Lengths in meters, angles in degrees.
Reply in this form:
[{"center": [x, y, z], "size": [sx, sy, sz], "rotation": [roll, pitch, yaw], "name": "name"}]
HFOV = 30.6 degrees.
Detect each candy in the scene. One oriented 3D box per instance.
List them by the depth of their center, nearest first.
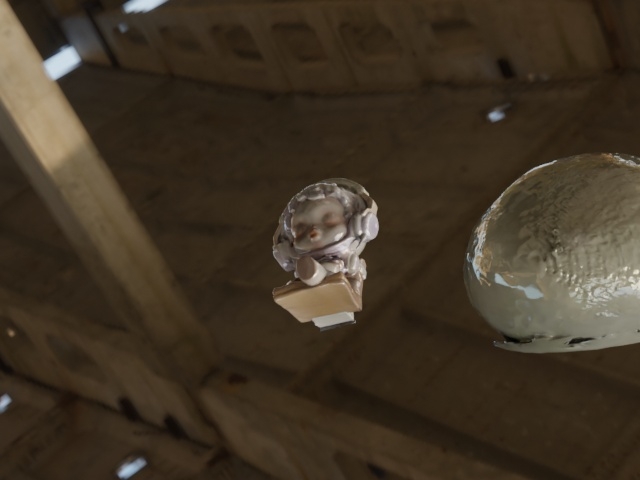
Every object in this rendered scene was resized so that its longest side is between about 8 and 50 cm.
[{"center": [0.273, 0.007, 1.126], "size": [0.295, 0.185, 0.295], "rotation": [-12, 176, -1], "name": "candy"}]

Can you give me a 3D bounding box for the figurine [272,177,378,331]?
[{"center": [0.002, 0.002, 1.645], "size": [0.162, 0.141, 0.236], "rotation": [-13, -132, 23], "name": "figurine"}]
